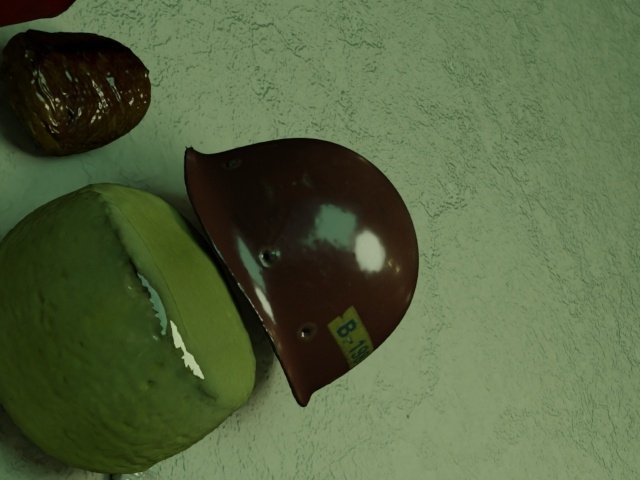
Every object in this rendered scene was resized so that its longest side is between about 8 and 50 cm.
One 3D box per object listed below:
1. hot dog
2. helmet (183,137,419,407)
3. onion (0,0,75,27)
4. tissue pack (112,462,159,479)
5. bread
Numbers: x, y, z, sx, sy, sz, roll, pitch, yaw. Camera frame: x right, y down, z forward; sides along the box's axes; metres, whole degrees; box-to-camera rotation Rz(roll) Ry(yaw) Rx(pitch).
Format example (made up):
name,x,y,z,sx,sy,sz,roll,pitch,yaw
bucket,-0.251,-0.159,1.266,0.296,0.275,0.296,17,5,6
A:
name,x,y,z,sx,sy,sz,roll,pitch,yaw
hot dog,-0.302,-0.188,2.053,0.227,0.099,0.161,-5,75,-53
helmet,0.000,0.000,2.084,0.385,0.230,0.338,64,2,-56
onion,-0.398,-0.413,1.891,0.341,0.341,0.341,27,51,-40
tissue pack,-0.219,0.294,1.951,0.056,0.023,0.108,35,46,-34
bread,-0.231,0.099,1.883,0.320,0.237,0.320,51,26,-37
